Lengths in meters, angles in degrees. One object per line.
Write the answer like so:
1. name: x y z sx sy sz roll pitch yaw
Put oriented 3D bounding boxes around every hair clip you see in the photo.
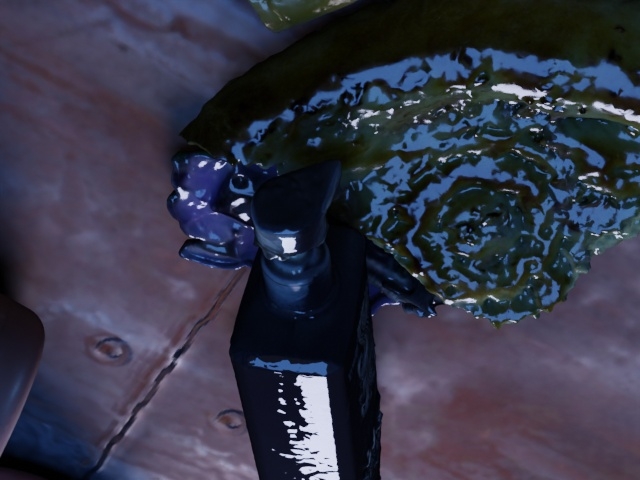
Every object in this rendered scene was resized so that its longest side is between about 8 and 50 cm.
1. hair clip: 0.000 0.000 0.908 0.195 0.052 0.124 21 119 -5

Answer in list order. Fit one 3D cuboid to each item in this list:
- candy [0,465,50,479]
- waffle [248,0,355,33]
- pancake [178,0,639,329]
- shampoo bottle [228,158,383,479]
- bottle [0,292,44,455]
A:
1. candy: -0.244 0.264 1.082 0.255 0.094 0.255 2 126 2
2. waffle: -0.011 -0.231 0.727 0.168 0.057 0.274 -20 125 18
3. pancake: 0.112 -0.037 0.844 0.376 0.054 0.197 4 113 2
4. shampoo bottle: -0.007 0.073 0.871 0.071 0.098 0.309 8 145 12
5. bottle: -0.316 0.042 0.894 0.296 0.173 0.206 28 91 -13
